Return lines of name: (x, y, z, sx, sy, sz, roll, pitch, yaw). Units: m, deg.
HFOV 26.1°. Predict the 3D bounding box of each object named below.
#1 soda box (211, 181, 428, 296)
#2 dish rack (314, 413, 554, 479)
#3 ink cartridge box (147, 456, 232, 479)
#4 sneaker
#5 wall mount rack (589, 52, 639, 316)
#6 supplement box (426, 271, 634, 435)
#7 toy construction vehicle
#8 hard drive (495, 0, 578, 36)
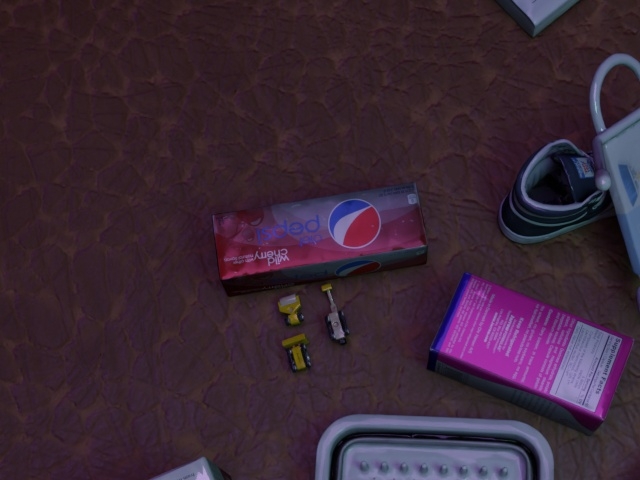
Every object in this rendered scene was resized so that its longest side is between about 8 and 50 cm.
soda box: (0.000, 0.000, 1.743, 0.263, 0.083, 0.092, -9, 72, 1)
dish rack: (0.131, 0.376, 1.621, 0.286, 0.072, 0.332, 2, 70, 4)
ink cartridge box: (-0.116, 0.406, 1.560, 0.117, 0.207, 0.283, -23, 74, -2)
sneaker: (0.358, -0.089, 1.714, 0.282, 0.153, 0.099, -25, 74, -5)
wall mount rack: (0.395, -0.037, 1.604, 0.304, 0.130, 0.350, -33, 111, -34)
supplement box: (0.252, 0.139, 1.673, 0.220, 0.111, 0.114, 23, 75, 9)
toy construction vehicle: (-0.008, 0.110, 1.739, 0.086, 0.035, 0.098, -22, 70, 8)
hard drive: (0.345, -0.470, 1.888, 0.353, 0.047, 0.233, -39, 75, -8)
